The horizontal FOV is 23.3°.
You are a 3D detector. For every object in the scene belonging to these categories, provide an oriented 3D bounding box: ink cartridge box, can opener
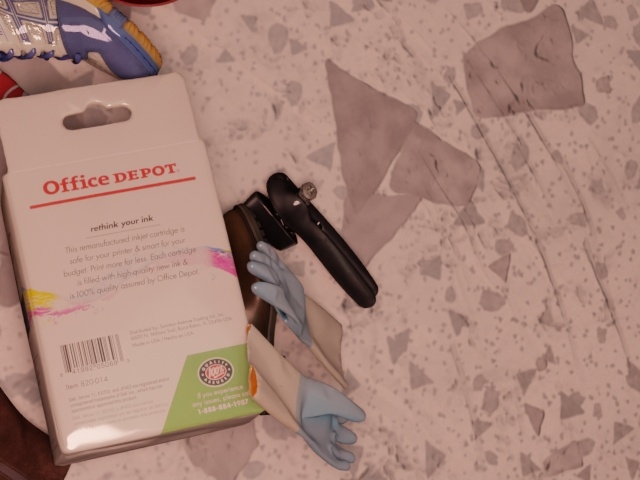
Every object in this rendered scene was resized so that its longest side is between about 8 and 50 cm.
[{"bbox_3d":[-0.198,0.027,1.548,0.207,0.119,0.353,-10,79,-15],"label":"ink cartridge box"},{"bbox_3d":[0.000,0.000,1.709,0.186,0.073,0.059,44,32,-17],"label":"can opener"}]

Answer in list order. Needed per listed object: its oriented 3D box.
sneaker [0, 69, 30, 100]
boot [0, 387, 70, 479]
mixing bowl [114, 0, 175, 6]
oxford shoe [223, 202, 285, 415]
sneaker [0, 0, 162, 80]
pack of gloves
[{"bbox_3d":[-0.338,-0.114,1.572,0.067,0.042,0.118,36,71,-13],"label":"sneaker"},{"bbox_3d":[-0.335,0.167,1.544,0.207,0.090,0.248,31,72,-31],"label":"boot"},{"bbox_3d":[-0.204,-0.322,1.617,0.181,0.098,0.181,2,85,-24],"label":"mixing bowl"},{"bbox_3d":[-0.093,0.074,1.642,0.096,0.083,0.227,-3,84,-17],"label":"oxford shoe"},{"bbox_3d":[-0.308,-0.217,1.568,0.296,0.112,0.131,29,80,-9],"label":"sneaker"},{"bbox_3d":[-0.004,0.115,1.583,0.232,0.046,0.195,48,31,-50],"label":"pack of gloves"}]
